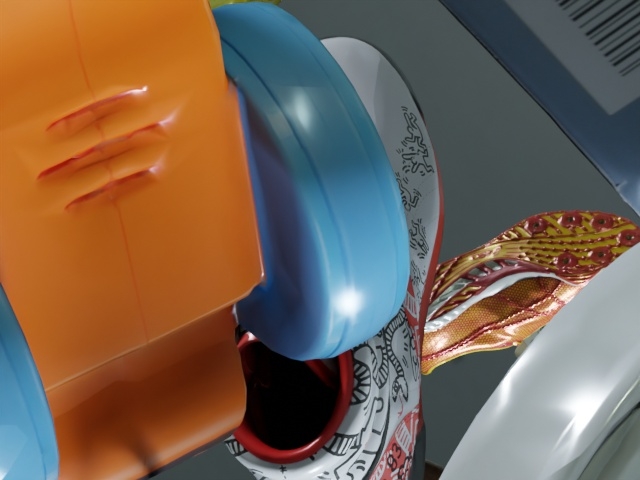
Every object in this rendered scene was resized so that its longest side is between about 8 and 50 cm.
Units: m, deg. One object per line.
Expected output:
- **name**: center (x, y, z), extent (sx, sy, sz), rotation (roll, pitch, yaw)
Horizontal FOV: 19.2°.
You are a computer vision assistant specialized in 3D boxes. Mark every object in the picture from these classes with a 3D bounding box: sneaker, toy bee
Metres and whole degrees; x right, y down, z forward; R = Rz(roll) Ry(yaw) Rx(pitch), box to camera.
- **sneaker**: center (0.001, 0.001, 0.914), extent (0.090, 0.145, 0.270), rotation (-6, 70, 16)
- **sneaker**: center (0.128, 0.031, 1.215), extent (0.175, 0.064, 0.067), rotation (-20, 134, 12)
- **toy bee**: center (-0.070, 0.003, 0.384), extent (0.162, 0.195, 0.298), rotation (29, 117, 54)

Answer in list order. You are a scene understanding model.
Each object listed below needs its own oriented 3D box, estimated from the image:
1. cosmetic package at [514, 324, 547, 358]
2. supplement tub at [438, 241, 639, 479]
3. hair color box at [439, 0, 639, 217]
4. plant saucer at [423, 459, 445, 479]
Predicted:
- **cosmetic package**: center (0.333, 0.142, 1.627), extent (0.309, 0.160, 0.113), rotation (38, 101, 45)
- **supplement tub**: center (0.196, 0.144, 0.416), extent (0.331, 0.241, 0.241), rotation (28, 123, 38)
- **hair color box**: center (0.070, -0.199, 0.670), extent (0.113, 0.374, 0.185), rotation (-34, 124, 21)
- **plant saucer**: center (0.079, 0.236, 1.293), extent (0.198, 0.198, 0.036), rotation (50, 121, 13)
